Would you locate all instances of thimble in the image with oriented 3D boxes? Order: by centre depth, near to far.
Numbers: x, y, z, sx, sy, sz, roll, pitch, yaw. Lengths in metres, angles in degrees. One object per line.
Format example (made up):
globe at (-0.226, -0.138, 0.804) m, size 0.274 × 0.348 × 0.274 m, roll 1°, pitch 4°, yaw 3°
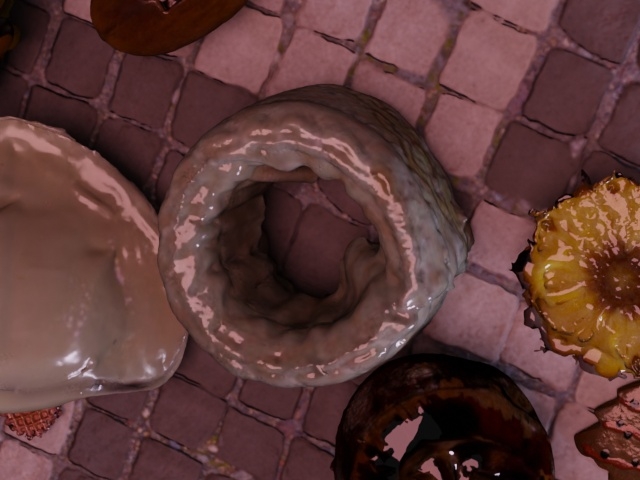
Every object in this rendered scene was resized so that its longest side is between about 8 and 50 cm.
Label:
thimble at (0.000, 0.000, 1.218) m, size 0.291 × 0.195 × 0.291 m, roll 4°, pitch 103°, yaw 17°

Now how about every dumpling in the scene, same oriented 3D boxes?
dumpling at (-0.328, 0.030, 1.308) m, size 0.395 × 0.233 × 0.316 m, roll 13°, pitch 103°, yaw -2°

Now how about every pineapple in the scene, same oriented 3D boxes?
pineapple at (0.293, 0.031, 1.202) m, size 0.224 × 0.076 × 0.225 m, roll 4°, pitch 103°, yaw 18°

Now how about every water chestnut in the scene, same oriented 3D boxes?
water chestnut at (0.123, 0.224, 1.217) m, size 0.223 × 0.238 × 0.224 m, roll -3°, pitch 111°, yaw -7°

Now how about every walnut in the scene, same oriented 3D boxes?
walnut at (-0.143, -0.259, 1.247) m, size 0.207 × 0.116 × 0.116 m, roll -23°, pitch 95°, yaw 19°

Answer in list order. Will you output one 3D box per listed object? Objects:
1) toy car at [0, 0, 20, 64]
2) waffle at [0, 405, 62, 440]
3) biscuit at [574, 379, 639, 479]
toy car at (-0.396, -0.250, 1.304) m, size 0.200 × 0.142 × 0.248 m, roll 46°, pitch 130°, yaw 3°
waffle at (-0.338, 0.189, 1.443) m, size 0.075 × 0.029 × 0.083 m, roll 31°, pitch 106°, yaw 4°
biscuit at (0.325, 0.194, 1.259) m, size 0.119 × 0.019 × 0.130 m, roll 18°, pitch 106°, yaw 11°
